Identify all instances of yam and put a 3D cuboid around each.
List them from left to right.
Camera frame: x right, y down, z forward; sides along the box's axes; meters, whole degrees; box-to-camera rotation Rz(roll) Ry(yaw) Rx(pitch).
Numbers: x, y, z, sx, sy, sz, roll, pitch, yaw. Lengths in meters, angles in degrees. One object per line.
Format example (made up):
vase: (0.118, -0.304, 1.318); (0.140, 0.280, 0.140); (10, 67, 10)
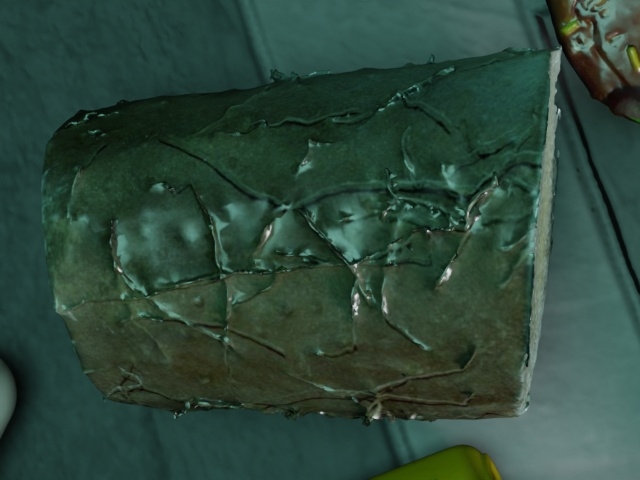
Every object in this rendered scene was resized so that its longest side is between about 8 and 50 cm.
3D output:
yam: (0.000, 0.000, 1.211); (0.348, 0.241, 0.241); (-3, 90, 18)

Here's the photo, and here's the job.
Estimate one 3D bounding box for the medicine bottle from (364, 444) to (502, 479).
medicine bottle: (0.010, 0.227, 1.291); (0.260, 0.064, 0.095); (-23, 83, 12)

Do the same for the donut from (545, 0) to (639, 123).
donut: (0.256, -0.174, 1.200); (0.230, 0.096, 0.216); (1, 102, -1)

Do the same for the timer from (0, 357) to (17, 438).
timer: (-0.304, 0.195, 1.286); (0.233, 0.233, 0.240); (31, 100, 12)
